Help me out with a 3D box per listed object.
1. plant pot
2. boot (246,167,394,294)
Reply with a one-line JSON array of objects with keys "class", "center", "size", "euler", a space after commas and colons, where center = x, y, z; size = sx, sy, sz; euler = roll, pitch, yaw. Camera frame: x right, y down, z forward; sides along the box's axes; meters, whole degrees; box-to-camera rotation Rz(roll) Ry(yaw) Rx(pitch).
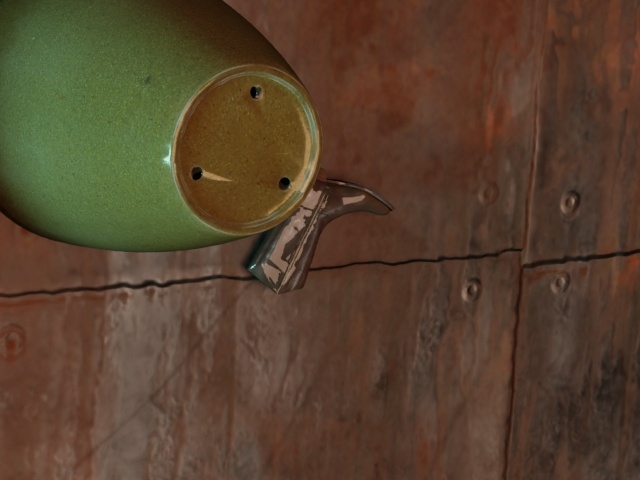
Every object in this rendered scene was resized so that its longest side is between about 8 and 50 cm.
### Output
[{"class": "plant pot", "center": [-0.112, -0.084, 1.209], "size": [0.237, 0.254, 0.237], "euler": [-9, 108, -30]}, {"class": "boot", "center": [0.000, 0.000, 1.426], "size": [0.106, 0.037, 0.114], "euler": [22, 87, -20]}]
